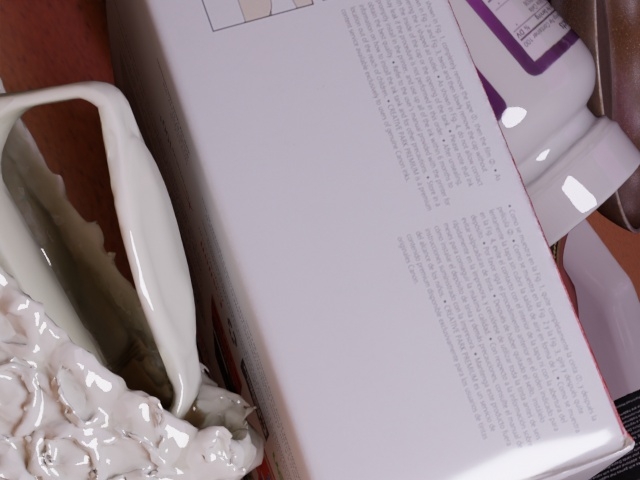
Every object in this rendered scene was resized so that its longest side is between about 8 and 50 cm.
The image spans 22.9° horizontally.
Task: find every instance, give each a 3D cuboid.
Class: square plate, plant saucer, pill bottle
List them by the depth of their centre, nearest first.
[{"bbox_3d":[0.098,-0.135,1.187,0.301,0.169,0.169,49,21,-1],"label":"pill bottle"},{"bbox_3d":[0.245,-0.160,1.364,0.310,0.050,0.311,-3,90,-71],"label":"plant saucer"},{"bbox_3d":[0.287,0.108,1.631,0.347,0.049,0.344,42,30,-46],"label":"square plate"}]

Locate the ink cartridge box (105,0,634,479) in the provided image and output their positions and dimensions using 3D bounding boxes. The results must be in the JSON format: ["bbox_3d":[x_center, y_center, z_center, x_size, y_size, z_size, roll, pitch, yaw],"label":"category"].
[{"bbox_3d":[0.000,0.000,0.752,0.272,0.130,0.310,107,-35,-71],"label":"ink cartridge box"}]

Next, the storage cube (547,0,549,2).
[{"bbox_3d":[0.115,-0.256,1.443,0.193,0.183,0.215,9,57,-66],"label":"storage cube"}]

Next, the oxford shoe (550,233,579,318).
[{"bbox_3d":[0.137,-0.033,1.325,0.130,0.123,0.348,44,27,-33],"label":"oxford shoe"}]

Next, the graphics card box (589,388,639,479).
[{"bbox_3d":[0.157,0.275,0.824,0.094,0.232,0.371,38,31,-43],"label":"graphics card box"}]

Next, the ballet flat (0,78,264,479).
[{"bbox_3d":[-0.146,-0.054,0.617,0.409,0.147,0.147,62,20,-5],"label":"ballet flat"}]
